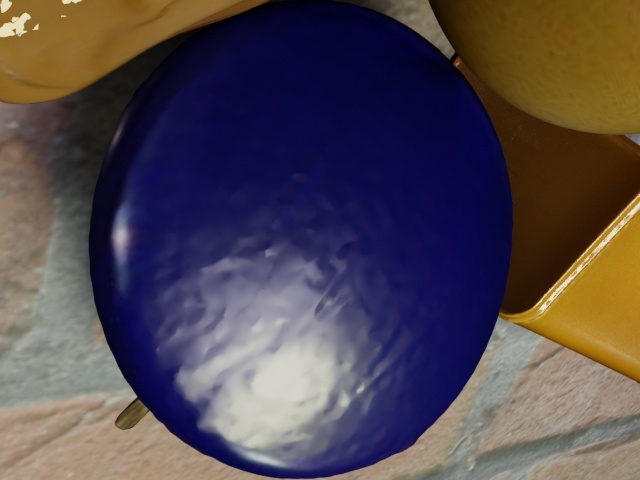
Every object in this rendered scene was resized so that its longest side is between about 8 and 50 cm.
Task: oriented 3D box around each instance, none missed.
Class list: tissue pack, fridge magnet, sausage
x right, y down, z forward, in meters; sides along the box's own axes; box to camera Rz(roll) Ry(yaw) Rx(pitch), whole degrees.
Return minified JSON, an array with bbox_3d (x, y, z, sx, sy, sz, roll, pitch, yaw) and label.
[{"bbox_3d":[0.200,-0.009,0.673,0.145,0.194,0.274,-50,138,13],"label":"tissue pack"},{"bbox_3d":[0.000,0.000,0.480,0.266,0.113,0.265,-3,96,-32],"label":"fridge magnet"},{"bbox_3d":[-0.089,-0.144,0.380,0.241,0.120,0.136,-26,149,-10],"label":"sausage"}]

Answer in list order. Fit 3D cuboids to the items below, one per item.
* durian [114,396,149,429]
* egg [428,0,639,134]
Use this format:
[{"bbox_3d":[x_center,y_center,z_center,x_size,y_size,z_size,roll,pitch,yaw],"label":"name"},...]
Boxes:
[{"bbox_3d":[-0.084,0.037,0.556,0.148,0.091,0.188,35,80,-35],"label":"durian"},{"bbox_3d":[0.184,-0.213,0.443,0.250,0.250,0.322,12,110,-43],"label":"egg"}]
